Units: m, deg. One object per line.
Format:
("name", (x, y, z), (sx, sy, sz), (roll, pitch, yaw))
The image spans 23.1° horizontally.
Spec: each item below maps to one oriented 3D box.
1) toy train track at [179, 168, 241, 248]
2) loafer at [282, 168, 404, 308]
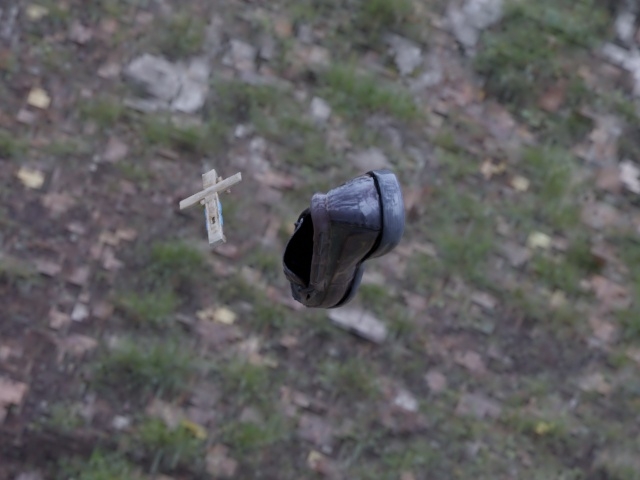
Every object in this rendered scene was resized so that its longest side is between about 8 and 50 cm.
("toy train track", (-0.071, -0.019, 1.065), (0.014, 0.048, 0.083), (57, 13, -34))
("loafer", (0.000, 0.000, 1.631), (0.095, 0.109, 0.302), (-5, -16, -17))
